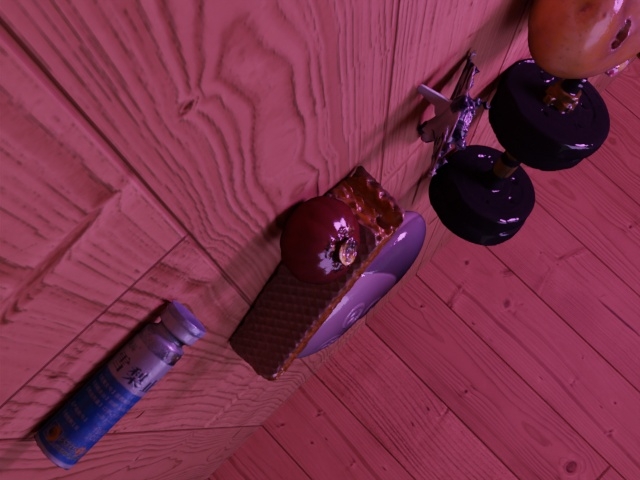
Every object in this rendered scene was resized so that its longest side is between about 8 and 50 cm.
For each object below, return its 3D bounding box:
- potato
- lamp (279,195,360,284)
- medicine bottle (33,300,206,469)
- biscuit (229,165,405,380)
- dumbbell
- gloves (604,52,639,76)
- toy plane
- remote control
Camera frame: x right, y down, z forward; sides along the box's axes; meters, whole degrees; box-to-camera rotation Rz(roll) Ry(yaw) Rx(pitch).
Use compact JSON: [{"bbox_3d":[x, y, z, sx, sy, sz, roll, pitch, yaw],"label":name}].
[{"bbox_3d":[0.334,-0.276,0.953,0.234,0.146,0.150,-18,109,-41],"label":"potato"},{"bbox_3d":[0.000,0.000,0.868,0.101,0.090,0.101,-24,124,-41],"label":"lamp"},{"bbox_3d":[-0.196,0.141,0.765,0.191,0.051,0.051,-44,169,0],"label":"medicine bottle"},{"bbox_3d":[-0.016,0.064,1.029,0.054,0.094,0.379,-33,165,-46],"label":"biscuit"},{"bbox_3d":[0.314,-0.137,1.273,0.185,0.185,0.388,-37,166,-36],"label":"dumbbell"},{"bbox_3d":[0.626,-0.420,1.546,0.145,0.126,0.241,-22,-170,41],"label":"gloves"},{"bbox_3d":[0.160,-0.144,0.959,0.234,0.082,0.160,43,66,-79],"label":"toy plane"},{"bbox_3d":[0.051,0.071,1.273,0.332,0.103,0.221,-42,171,-22],"label":"remote control"}]
